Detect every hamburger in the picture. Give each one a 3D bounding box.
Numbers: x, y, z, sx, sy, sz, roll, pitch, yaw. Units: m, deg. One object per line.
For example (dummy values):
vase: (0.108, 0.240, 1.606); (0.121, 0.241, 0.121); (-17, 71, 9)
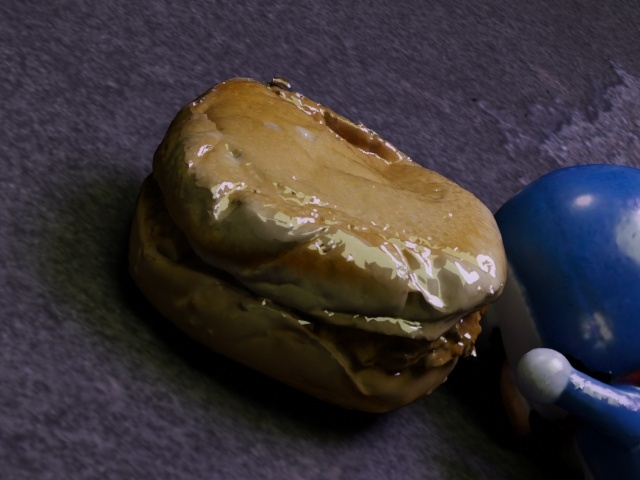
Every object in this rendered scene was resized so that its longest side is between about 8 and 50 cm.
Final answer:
hamburger: (0.000, 0.001, 1.074); (0.214, 0.108, 0.214); (25, 26, -13)

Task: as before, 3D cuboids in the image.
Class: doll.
doll: (0.178, 0.082, 1.142); (0.215, 0.161, 0.257); (23, 42, -53)
